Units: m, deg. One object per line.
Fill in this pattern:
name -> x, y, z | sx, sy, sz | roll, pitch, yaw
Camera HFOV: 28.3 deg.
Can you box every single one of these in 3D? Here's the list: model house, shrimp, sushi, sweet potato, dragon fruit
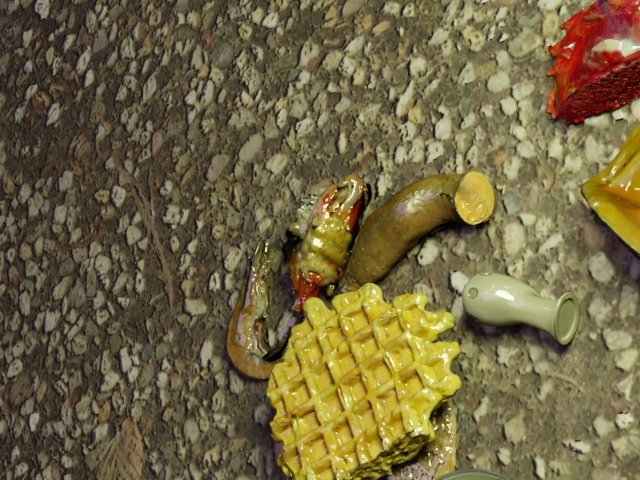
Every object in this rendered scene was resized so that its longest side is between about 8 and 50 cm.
model house -> 0.452, -0.075, 1.512 | 0.239, 0.173, 0.268 | -52, 53, 14
shrimp -> -0.078, 0.105, 1.957 | 0.152, 0.046, 0.219 | 2, 80, 40
sushi -> -0.003, -0.001, 1.900 | 0.103, 0.097, 0.226 | 16, 83, 44
sweet potato -> 0.122, -0.013, 1.812 | 0.285, 0.085, 0.112 | -37, 60, 24
dragon fruit -> 0.385, -0.275, 1.664 | 0.274, 0.126, 0.161 | -24, 62, 30

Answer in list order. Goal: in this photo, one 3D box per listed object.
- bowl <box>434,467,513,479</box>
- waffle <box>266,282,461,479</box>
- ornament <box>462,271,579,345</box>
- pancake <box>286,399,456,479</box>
bowl -> 0.214, 0.409, 1.570 | 0.237, 0.126, 0.238 | -14, 66, 35
waffle -> 0.055, 0.208, 1.749 | 0.311, 0.060, 0.307 | -2, 73, 40
ornament -> 0.261, 0.085, 1.681 | 0.156, 0.081, 0.075 | 13, 121, 39
pancake -> 0.072, 0.288, 1.773 | 0.282, 0.049, 0.283 | -14, 64, 32
